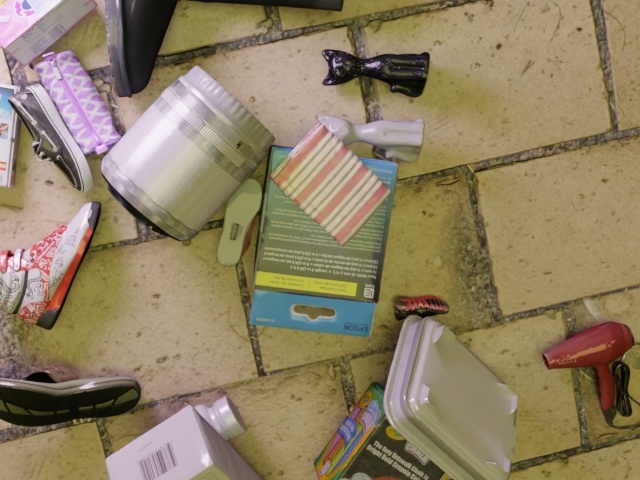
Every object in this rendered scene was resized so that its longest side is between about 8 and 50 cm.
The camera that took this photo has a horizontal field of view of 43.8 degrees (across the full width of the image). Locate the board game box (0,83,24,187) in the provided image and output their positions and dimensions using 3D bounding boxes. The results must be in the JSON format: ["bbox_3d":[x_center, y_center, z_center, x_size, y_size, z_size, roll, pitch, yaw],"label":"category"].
[{"bbox_3d":[-0.722,-0.214,1.482,0.305,0.053,0.192,8,97,-8],"label":"board game box"}]

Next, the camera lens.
[{"bbox_3d":[-0.246,-0.153,1.464,0.219,0.219,0.274,42,91,-10],"label":"camera lens"}]

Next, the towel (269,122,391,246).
[{"bbox_3d":[0.020,-0.104,1.492,0.197,0.029,0.144,43,89,-12],"label":"towel"}]

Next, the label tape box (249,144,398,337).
[{"bbox_3d":[0.000,0.000,1.571,0.249,0.115,0.347,7,98,-8],"label":"label tape box"}]

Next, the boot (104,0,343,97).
[{"bbox_3d":[-0.172,-0.454,1.484,0.445,0.146,0.367,-3,100,-11],"label":"boot"}]

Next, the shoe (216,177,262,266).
[{"bbox_3d":[-0.159,-0.037,1.562,0.064,0.081,0.178,17,92,-2],"label":"shoe"}]

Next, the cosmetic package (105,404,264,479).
[{"bbox_3d":[-0.217,0.502,1.509,0.197,0.155,0.365,-32,133,-3],"label":"cosmetic package"}]

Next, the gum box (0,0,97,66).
[{"bbox_3d":[-0.516,-0.416,1.451,0.188,0.062,0.107,-40,63,0],"label":"gum box"}]

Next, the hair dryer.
[{"bbox_3d":[0.612,0.284,1.700,0.294,0.080,0.223,22,95,-9],"label":"hair dryer"}]

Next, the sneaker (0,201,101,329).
[{"bbox_3d":[-0.531,0.028,1.520,0.145,0.090,0.270,24,97,-12],"label":"sneaker"}]

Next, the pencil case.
[{"bbox_3d":[-0.453,-0.259,1.492,0.086,0.088,0.206,-32,102,-13],"label":"pencil case"}]

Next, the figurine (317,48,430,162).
[{"bbox_3d":[0.099,-0.267,1.558,0.210,0.092,0.214,5,89,1],"label":"figurine"}]

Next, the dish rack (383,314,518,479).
[{"bbox_3d":[0.277,0.318,1.559,0.333,0.285,0.072,44,130,-19],"label":"dish rack"}]

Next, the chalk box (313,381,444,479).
[{"bbox_3d":[0.146,0.417,1.613,0.180,0.179,0.289,37,91,-9],"label":"chalk box"}]

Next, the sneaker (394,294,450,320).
[{"bbox_3d":[0.209,0.147,1.656,0.119,0.047,0.057,3,119,-7],"label":"sneaker"}]

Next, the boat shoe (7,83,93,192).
[{"bbox_3d":[-0.505,-0.180,1.488,0.070,0.078,0.219,-36,105,-30],"label":"boat shoe"}]

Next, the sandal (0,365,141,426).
[{"bbox_3d":[-0.510,0.296,1.564,0.303,0.086,0.120,3,130,-24],"label":"sandal"}]

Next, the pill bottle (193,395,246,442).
[{"bbox_3d":[-0.248,0.395,1.593,0.187,0.112,0.112,-31,100,-3],"label":"pill bottle"}]
